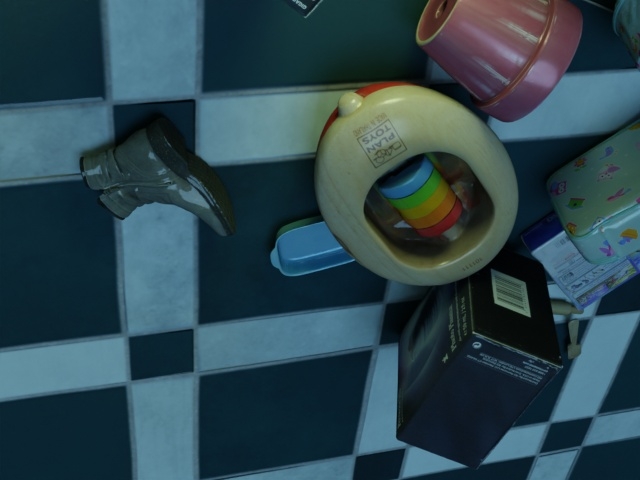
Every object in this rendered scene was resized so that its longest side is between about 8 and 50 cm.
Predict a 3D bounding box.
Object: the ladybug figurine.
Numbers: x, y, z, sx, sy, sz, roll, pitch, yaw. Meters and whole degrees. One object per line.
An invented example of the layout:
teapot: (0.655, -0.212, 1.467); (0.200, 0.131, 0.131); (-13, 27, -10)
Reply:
ladybug figurine: (0.147, -0.101, 1.495); (0.305, 0.162, 0.449); (-30, 134, 9)

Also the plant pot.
plant pot: (0.248, -0.299, 1.344); (0.180, 0.201, 0.201); (26, 119, -18)

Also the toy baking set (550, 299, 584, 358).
toy baking set: (0.475, 0.199, 1.983); (0.256, 0.030, 0.196); (3, 133, -21)

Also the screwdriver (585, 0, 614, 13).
screwdriver: (0.464, -0.368, 1.465); (0.170, 0.024, 0.025); (17, 153, -29)

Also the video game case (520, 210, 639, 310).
video game case: (0.562, -0.009, 1.799); (0.269, 0.061, 0.244); (-36, 131, 14)

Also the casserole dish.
casserole dish: (0.000, 0.000, 1.622); (0.188, 0.037, 0.114); (-15, 134, -7)

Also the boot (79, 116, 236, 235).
boot: (-0.253, -0.075, 1.446); (0.161, 0.083, 0.246); (-26, 129, 14)

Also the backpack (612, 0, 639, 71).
backpack: (0.559, -0.366, 1.358); (0.254, 0.191, 0.225); (-31, 162, 5)

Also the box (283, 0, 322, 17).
box: (-0.098, -0.390, 1.135); (0.220, 0.175, 0.051); (29, 117, -38)

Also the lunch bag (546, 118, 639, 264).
lunch bag: (0.547, -0.098, 1.604); (0.279, 0.224, 0.108); (-31, 123, 16)

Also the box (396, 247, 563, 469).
box: (0.277, 0.202, 1.697); (0.183, 0.296, 0.294); (21, 124, -9)
